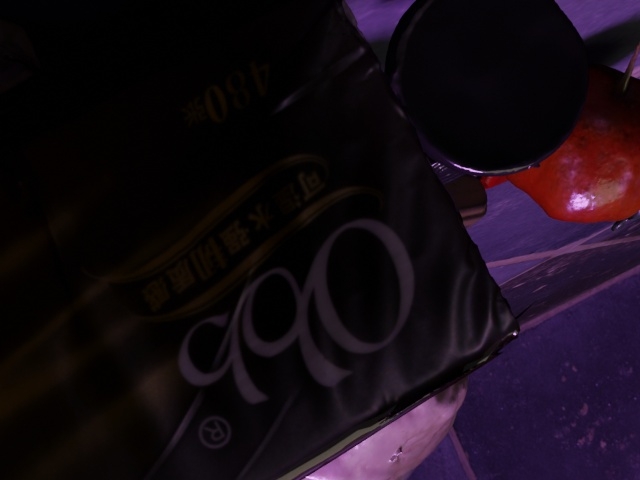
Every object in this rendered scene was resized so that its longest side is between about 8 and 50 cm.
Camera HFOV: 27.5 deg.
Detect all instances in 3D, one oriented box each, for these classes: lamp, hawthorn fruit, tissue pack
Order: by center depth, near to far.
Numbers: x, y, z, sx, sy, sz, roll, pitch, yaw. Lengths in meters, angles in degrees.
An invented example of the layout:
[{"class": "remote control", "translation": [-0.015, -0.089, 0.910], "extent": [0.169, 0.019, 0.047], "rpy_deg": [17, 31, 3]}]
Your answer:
[{"class": "tissue pack", "translation": [-0.117, 0.045, 0.577], "extent": [0.370, 0.198, 0.210], "rpy_deg": [-30, 180, -4]}, {"class": "lamp", "translation": [0.092, -0.055, 0.865], "extent": [0.130, 0.108, 0.371], "rpy_deg": [-26, 168, -8]}, {"class": "hawthorn fruit", "translation": [0.203, -0.073, 0.979], "extent": [0.125, 0.125, 0.140], "rpy_deg": [-18, 178, -28]}]

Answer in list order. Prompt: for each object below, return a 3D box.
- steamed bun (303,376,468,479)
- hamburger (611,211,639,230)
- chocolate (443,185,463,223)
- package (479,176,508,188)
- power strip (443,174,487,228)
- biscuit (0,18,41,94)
[{"class": "steamed bun", "translation": [0.001, 0.149, 1.202], "extent": [0.280, 0.207, 0.268], "rpy_deg": [-23, -169, -4]}, {"class": "hamburger", "translation": [0.366, -0.093, 1.223], "extent": [0.235, 0.125, 0.214], "rpy_deg": [-34, 159, 26]}, {"class": "chocolate", "translation": [-0.027, 0.009, 0.824], "extent": [0.221, 0.147, 0.221], "rpy_deg": [-8, 125, -12]}, {"class": "package", "translation": [0.184, -0.081, 1.154], "extent": [0.083, 0.022, 0.200], "rpy_deg": [-23, 170, -6]}, {"class": "power strip", "translation": [0.000, 0.000, 1.043], "extent": [0.387, 0.066, 0.092], "rpy_deg": [-10, 160, -48]}, {"class": "biscuit", "translation": [-0.227, -0.055, 0.419], "extent": [0.187, 0.036, 0.273], "rpy_deg": [-26, 169, 9]}]
